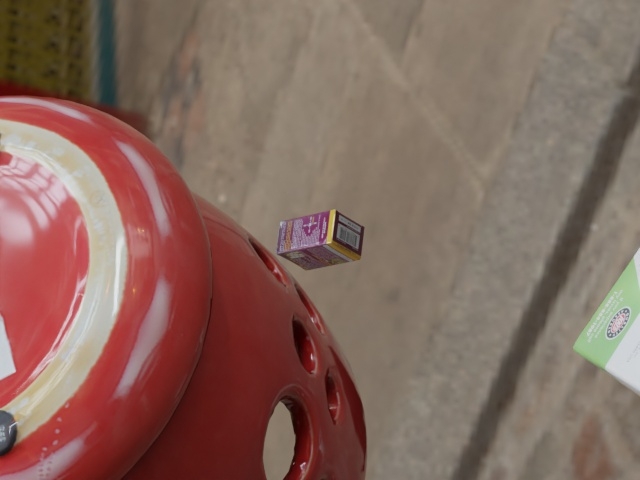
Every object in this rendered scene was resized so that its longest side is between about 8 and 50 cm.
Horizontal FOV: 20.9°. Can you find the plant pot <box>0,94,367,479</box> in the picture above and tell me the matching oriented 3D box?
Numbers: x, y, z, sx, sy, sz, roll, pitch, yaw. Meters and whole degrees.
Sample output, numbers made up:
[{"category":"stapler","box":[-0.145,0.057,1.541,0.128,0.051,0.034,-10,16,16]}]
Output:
[{"category":"plant pot","box":[-0.093,0.054,0.616,0.174,0.191,0.191,62,-155,-57]}]

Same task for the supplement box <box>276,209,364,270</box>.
[{"category":"supplement box","box":[0.000,0.000,1.944,0.083,0.055,0.043,-12,62,38]}]

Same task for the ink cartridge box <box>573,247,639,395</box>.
[{"category":"ink cartridge box","box":[0.391,0.086,1.496,0.207,0.119,0.353,-56,23,1]}]
